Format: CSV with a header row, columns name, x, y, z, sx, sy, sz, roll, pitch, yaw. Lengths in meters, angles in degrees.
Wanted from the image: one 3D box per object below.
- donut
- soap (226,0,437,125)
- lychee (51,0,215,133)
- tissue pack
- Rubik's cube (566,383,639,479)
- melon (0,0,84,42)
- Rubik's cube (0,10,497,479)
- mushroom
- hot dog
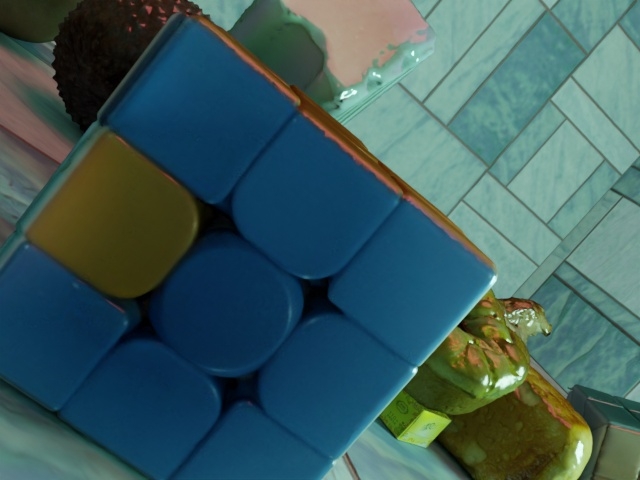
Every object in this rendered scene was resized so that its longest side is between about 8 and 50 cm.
name,x,y,z,sx,sy,sz,roll,pitch,yaw
donut,0.171,0.125,1.179,0.208,0.128,0.261,10,45,-34
soap,-0.058,-0.174,1.033,0.156,0.446,0.261,53,51,-3
lychee,-0.279,-0.269,1.313,0.300,0.300,0.300,40,8,-7
tissue pack,0.106,0.223,1.222,0.095,0.062,0.176,31,13,-50
Rubik's cube,0.526,0.403,1.376,0.224,0.221,0.231,15,7,1
melon,-0.531,-0.497,1.494,0.272,0.272,0.308,36,17,-32
Rubik's cube,-0.076,0.012,0.697,0.291,0.290,0.291,38,9,-11
mushroom,0.401,0.187,2.020,0.345,0.259,0.345,49,5,-6
hot dog,0.268,0.259,1.349,0.405,0.185,0.223,46,11,29
